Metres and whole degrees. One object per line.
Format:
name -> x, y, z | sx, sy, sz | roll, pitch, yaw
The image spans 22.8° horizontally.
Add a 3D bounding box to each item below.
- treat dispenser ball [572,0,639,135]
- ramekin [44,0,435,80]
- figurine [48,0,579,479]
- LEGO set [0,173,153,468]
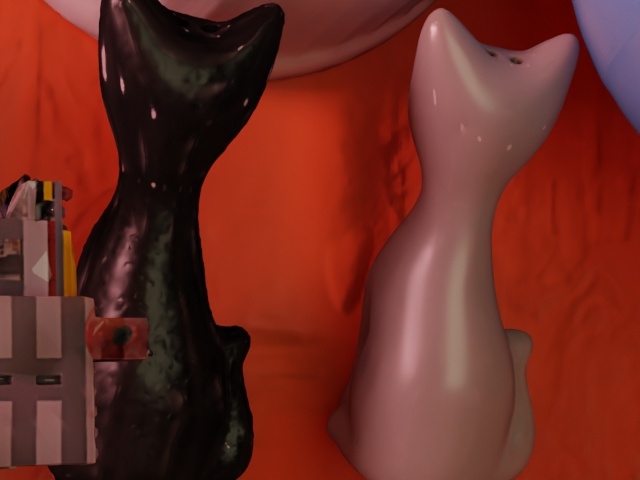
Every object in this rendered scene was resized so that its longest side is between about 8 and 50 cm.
treat dispenser ball -> 0.241, -0.134, 0.630 | 0.288, 0.288, 0.288 | 1, 86, -18
ramekin -> -0.021, -0.216, 0.684 | 0.277, 0.135, 0.277 | 1, 85, -18
figurine -> 0.000, 0.000, 0.659 | 0.215, 0.092, 0.209 | 2, 111, -19
LEGO set -> -0.175, -0.018, 0.534 | 0.192, 0.331, 0.255 | 2, 72, -26
